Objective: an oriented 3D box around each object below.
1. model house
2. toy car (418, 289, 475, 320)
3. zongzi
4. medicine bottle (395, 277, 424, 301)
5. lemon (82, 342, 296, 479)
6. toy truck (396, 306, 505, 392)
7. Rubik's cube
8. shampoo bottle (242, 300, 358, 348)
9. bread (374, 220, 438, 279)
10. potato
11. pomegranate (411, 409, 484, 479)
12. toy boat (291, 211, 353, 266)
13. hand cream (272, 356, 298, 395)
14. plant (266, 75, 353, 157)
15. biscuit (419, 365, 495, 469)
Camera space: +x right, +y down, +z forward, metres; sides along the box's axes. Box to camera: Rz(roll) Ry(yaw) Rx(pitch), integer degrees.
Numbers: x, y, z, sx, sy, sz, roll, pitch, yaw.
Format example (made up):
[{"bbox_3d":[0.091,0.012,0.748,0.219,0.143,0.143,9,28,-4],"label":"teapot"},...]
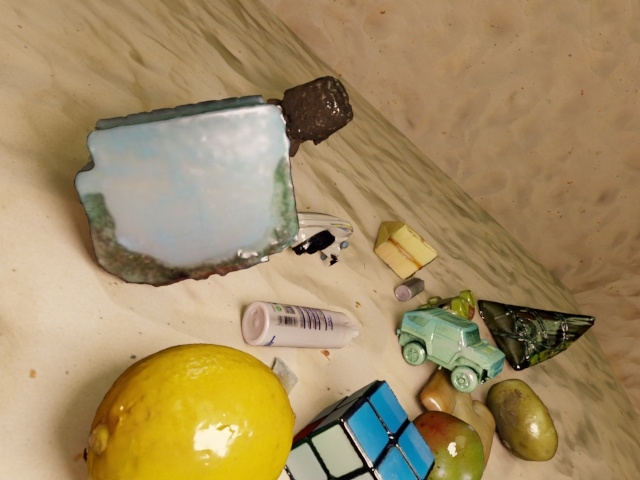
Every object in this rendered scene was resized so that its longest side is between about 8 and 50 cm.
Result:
[{"bbox_3d":[-0.264,-0.130,0.841,0.360,0.297,0.339,-16,31,-14],"label":"model house"},{"bbox_3d":[0.447,0.292,1.392,0.235,0.145,0.235,30,51,-46],"label":"toy car"},{"bbox_3d":[0.859,0.419,1.722,0.384,0.362,0.319,-3,49,-5],"label":"zongzi"},{"bbox_3d":[0.320,0.161,1.429,0.199,0.058,0.057,-11,64,-56],"label":"medicine bottle"},{"bbox_3d":[-0.162,0.253,0.556,0.263,0.236,0.236,46,28,-30],"label":"lemon"},{"bbox_3d":[0.357,0.293,1.157,0.279,0.156,0.155,20,13,40],"label":"toy truck"},{"bbox_3d":[0.066,0.385,0.740,0.167,0.180,0.183,-13,67,-57],"label":"Rubik's cube"},{"bbox_3d":[-0.025,0.194,0.927,0.303,0.092,0.092,16,43,-43],"label":"shampoo bottle"},{"bbox_3d":[0.313,-0.013,1.512,0.168,0.163,0.264,41,31,-11],"label":"bread"},{"bbox_3d":[0.589,0.528,1.234,0.149,0.197,0.228,4,60,-24],"label":"potato"},{"bbox_3d":[0.287,0.465,0.918,0.210,0.180,0.180,8,48,-30],"label":"pomegranate"},{"bbox_3d":[-0.005,-0.006,1.139,0.269,0.141,0.140,17,43,-44],"label":"toy boat"},{"bbox_3d":[-0.091,0.296,0.779,0.067,0.042,0.194,45,27,-4],"label":"hand cream"},{"bbox_3d":[-0.068,-0.384,1.317,0.194,0.321,0.181,-3,73,-61],"label":"plant"},{"bbox_3d":[0.387,0.465,1.144,0.236,0.062,0.291,56,26,15],"label":"biscuit"}]
